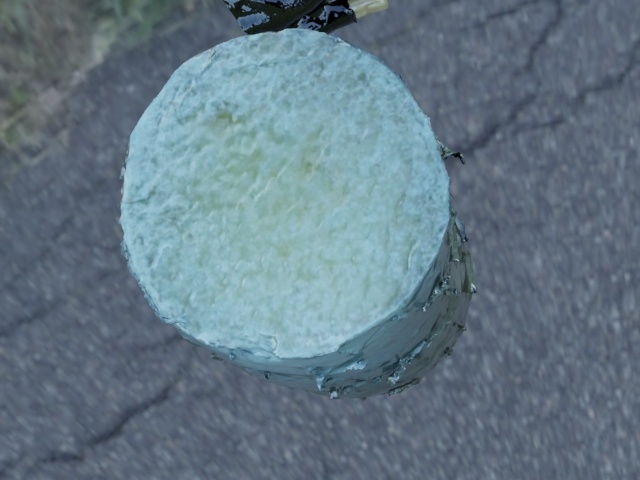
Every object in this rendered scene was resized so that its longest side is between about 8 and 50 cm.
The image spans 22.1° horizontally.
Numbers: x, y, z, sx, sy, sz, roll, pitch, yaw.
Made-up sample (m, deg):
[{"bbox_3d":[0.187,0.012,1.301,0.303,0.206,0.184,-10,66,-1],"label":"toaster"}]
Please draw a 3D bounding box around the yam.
[{"bbox_3d":[0.000,0.000,1.192,0.241,0.348,0.241,-2,77,10],"label":"yam"}]

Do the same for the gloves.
[{"bbox_3d":[-0.005,-0.266,1.560,0.180,0.106,0.129,-32,71,11],"label":"gloves"}]
